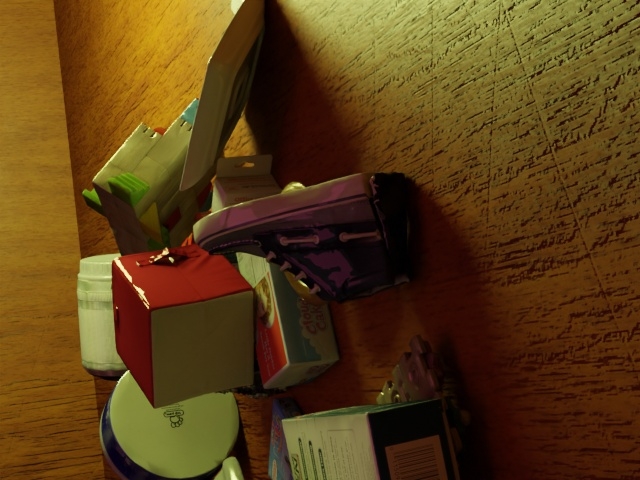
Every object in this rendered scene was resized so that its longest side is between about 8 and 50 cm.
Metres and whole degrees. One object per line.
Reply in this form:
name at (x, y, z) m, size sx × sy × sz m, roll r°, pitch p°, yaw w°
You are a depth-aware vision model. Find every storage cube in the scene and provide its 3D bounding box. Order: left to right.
storage cube at (-0.228, 0.135, 1.960) m, size 0.193 × 0.183 × 0.215 m, roll 42°, pitch 136°, yaw 53°

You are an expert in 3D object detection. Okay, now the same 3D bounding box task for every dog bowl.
dog bowl at (-0.297, 0.363, 2.331) m, size 0.104 × 0.264 × 0.265 m, roll 122°, pitch 138°, yaw -54°

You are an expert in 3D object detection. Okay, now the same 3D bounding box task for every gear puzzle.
gear puzzle at (0.123, 0.272, 1.569) m, size 0.339 × 0.044 × 0.176 m, roll 112°, pitch 145°, yaw -54°

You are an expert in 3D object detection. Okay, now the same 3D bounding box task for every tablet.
tablet at (-0.145, -0.419, 2.126) m, size 0.083 × 0.006 × 0.054 m, roll -118°, pitch 31°, yaw -45°

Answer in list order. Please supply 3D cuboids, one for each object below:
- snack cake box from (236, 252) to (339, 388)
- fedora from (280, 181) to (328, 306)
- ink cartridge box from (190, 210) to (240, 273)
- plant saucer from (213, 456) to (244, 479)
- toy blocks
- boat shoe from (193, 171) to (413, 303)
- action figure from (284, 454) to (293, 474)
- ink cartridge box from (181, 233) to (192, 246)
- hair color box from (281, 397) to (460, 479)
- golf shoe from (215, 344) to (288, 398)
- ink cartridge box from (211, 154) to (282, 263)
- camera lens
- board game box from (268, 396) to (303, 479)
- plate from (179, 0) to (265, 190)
snack cake box at (-0.057, 0.091, 1.907) m, size 0.152 × 0.089 × 0.265 m, roll 134°, pitch 128°, yaw -61°
fedora at (0.000, 0.000, 1.755) m, size 0.194 × 0.079 × 0.194 m, roll 31°, pitch 126°, yaw 54°
ink cartridge box at (-0.172, 0.070, 2.188) m, size 0.218 × 0.092 × 0.159 m, roll -120°, pitch 33°, yaw -44°
plant saucer at (-0.106, 0.496, 1.578) m, size 0.400 × 0.100 × 0.401 m, roll 165°, pitch 90°, yaw -82°
toy blocks at (-0.284, -0.114, 2.220) m, size 0.190 × 0.261 × 0.381 m, roll 32°, pitch 159°, yaw 15°
boat shoe at (-0.028, 0.017, 1.612) m, size 0.340 × 0.127 × 0.158 m, roll -14°, pitch 84°, yaw 36°
action figure at (-0.008, 0.464, 1.787) m, size 0.141 × 0.164 × 0.276 m, roll -121°, pitch 23°, yaw -65°
ink cartridge box at (-0.292, 0.072, 2.555) m, size 0.145 × 0.045 × 0.179 m, roll 112°, pitch 143°, yaw -48°
hair color box at (0.061, 0.301, 1.527) m, size 0.347 × 0.105 × 0.174 m, roll 154°, pitch 107°, yaw -69°
golf shoe at (-0.121, 0.218, 2.112) m, size 0.273 × 0.105 × 0.120 m, roll -25°, pitch 57°, yaw 60°
ink cartridge box at (-0.129, -0.052, 2.033) m, size 0.061 × 0.104 × 0.181 m, roll -125°, pitch 36°, yaw -50°
camera lens at (-0.445, 0.175, 2.722) m, size 0.219 × 0.219 × 0.275 m, roll -169°, pitch 75°, yaw -68°
board game box at (-0.034, 0.385, 1.980) m, size 0.211 × 0.039 × 0.160 m, roll -132°, pitch 42°, yaw -56°
plate at (-0.154, -0.255, 1.990) m, size 0.278 × 0.045 × 0.277 m, roll -70°, pitch -2°, yaw -48°
